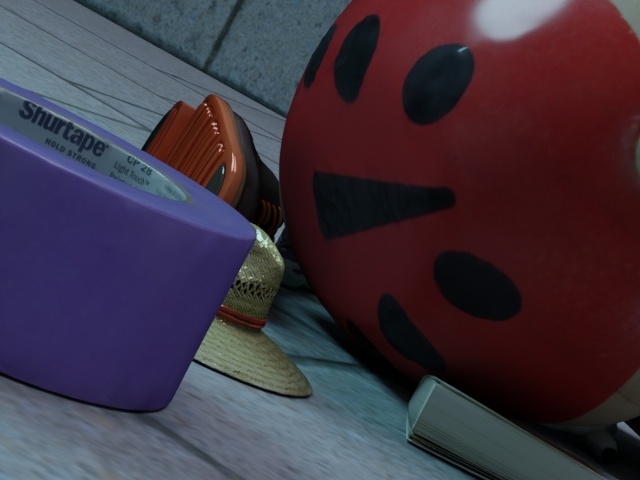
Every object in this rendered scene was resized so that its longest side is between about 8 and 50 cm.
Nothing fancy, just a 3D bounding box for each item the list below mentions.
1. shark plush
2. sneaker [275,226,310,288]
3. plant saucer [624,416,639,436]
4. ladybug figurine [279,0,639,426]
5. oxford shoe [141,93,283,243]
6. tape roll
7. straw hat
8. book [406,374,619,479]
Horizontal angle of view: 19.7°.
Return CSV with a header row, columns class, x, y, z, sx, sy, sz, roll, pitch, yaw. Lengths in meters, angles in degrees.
class,x,y,z,sx,sy,sz,roll,pitch,yaw
shark plush,0.167,0.103,1.243,0.067,0.073,0.161,-2,6,10
sneaker,0.000,0.000,1.273,0.038,0.069,0.098,30,6,17
plant saucer,0.224,0.083,1.264,0.310,0.050,0.310,47,-6,7
ladybug figurine,0.089,-0.036,1.053,0.162,0.305,0.449,-11,-1,-17
oxford shoe,-0.058,-0.032,1.185,0.098,0.097,0.271,32,4,-13
tape roll,-0.126,-0.011,0.740,0.189,0.080,0.189,27,6,-3
straw hat,-0.054,0.017,0.917,0.144,0.061,0.144,28,5,-3
book,0.115,0.117,0.971,0.144,0.035,0.096,28,2,1
